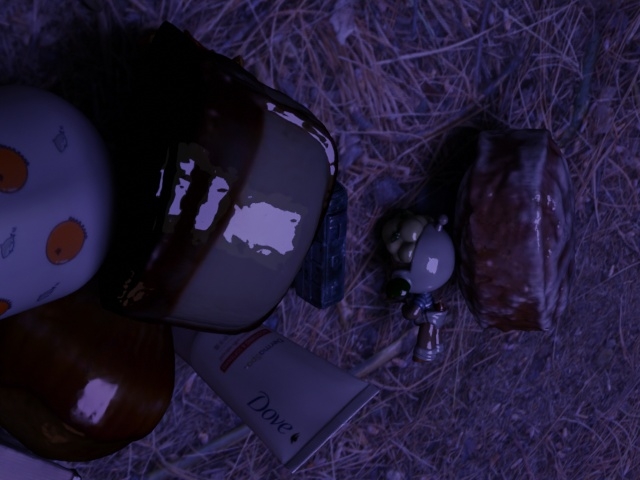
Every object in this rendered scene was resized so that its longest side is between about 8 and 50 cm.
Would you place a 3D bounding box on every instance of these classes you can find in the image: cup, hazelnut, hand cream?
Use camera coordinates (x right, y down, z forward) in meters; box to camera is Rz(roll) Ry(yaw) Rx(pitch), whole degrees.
[{"bbox_3d":[-0.344,-0.015,1.335,0.317,0.212,0.212,-18,126,-39],"label":"cup"},{"bbox_3d":[-0.241,0.115,1.544,0.229,0.229,0.229,-25,130,-34],"label":"hazelnut"},{"bbox_3d":[-0.066,0.153,1.701,0.133,0.248,0.083,-45,141,-18],"label":"hand cream"}]

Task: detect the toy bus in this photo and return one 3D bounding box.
[{"bbox_3d":[0.000,0.000,1.815,0.047,0.065,0.166,-24,131,-33],"label":"toy bus"}]

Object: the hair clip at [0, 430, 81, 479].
[{"bbox_3d":[-0.387,0.198,1.520,0.085,0.101,0.331,-53,138,-1],"label":"hair clip"}]

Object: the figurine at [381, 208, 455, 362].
[{"bbox_3d":[0.121,0.054,1.942,0.147,0.093,0.197,-37,135,-63],"label":"figurine"}]

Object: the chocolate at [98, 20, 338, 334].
[{"bbox_3d":[-0.092,-0.049,1.443,0.186,0.283,0.283,10,109,-17],"label":"chocolate"}]

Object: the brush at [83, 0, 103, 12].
[{"bbox_3d":[-0.258,-0.309,1.373,0.299,0.042,0.039,62,34,-47],"label":"brush"}]

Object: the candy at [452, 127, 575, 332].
[{"bbox_3d":[0.250,-0.011,1.976,0.214,0.157,0.289,-75,160,-49],"label":"candy"}]

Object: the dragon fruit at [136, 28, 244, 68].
[{"bbox_3d":[-0.118,-0.155,1.556,0.083,0.106,0.162,-70,158,-49],"label":"dragon fruit"}]
